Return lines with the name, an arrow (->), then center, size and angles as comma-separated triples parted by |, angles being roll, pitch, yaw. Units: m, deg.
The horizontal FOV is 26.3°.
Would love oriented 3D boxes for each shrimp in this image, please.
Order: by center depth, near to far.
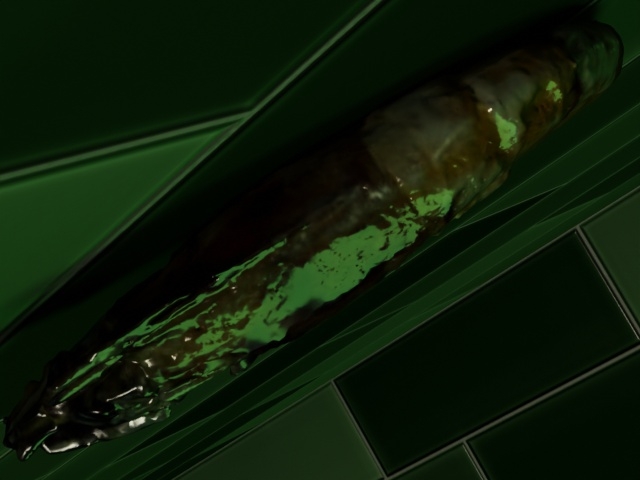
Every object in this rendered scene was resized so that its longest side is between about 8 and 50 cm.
shrimp -> 0.000, 0.000, 0.709 | 0.365, 0.071, 0.233 | -35, 177, -2
